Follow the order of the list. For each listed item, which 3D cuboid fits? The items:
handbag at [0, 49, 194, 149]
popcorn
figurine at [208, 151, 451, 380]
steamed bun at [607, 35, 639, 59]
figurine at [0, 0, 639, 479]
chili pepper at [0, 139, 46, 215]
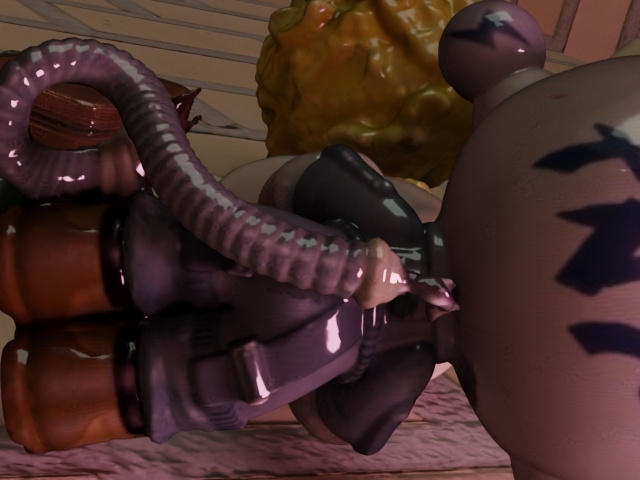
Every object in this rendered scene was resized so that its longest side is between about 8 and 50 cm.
[{"bbox_3d":[-0.202,-0.106,1.080,0.151,0.072,0.193,19,17,17],"label":"handbag"},{"bbox_3d":[0.062,-0.125,1.125,0.249,0.249,0.225,5,55,-32],"label":"popcorn"},{"bbox_3d":[0.000,0.000,0.799,0.155,0.127,0.235,-14,24,-24],"label":"figurine"},{"bbox_3d":[0.414,-0.016,0.859,0.456,0.290,0.371,-24,28,-7],"label":"steamed bun"},{"bbox_3d":[0.062,0.026,0.572,0.382,0.261,0.186,-6,7,5],"label":"figurine"},{"bbox_3d":[-0.270,-0.093,0.747,0.116,0.264,0.148,-22,19,45],"label":"chili pepper"}]
